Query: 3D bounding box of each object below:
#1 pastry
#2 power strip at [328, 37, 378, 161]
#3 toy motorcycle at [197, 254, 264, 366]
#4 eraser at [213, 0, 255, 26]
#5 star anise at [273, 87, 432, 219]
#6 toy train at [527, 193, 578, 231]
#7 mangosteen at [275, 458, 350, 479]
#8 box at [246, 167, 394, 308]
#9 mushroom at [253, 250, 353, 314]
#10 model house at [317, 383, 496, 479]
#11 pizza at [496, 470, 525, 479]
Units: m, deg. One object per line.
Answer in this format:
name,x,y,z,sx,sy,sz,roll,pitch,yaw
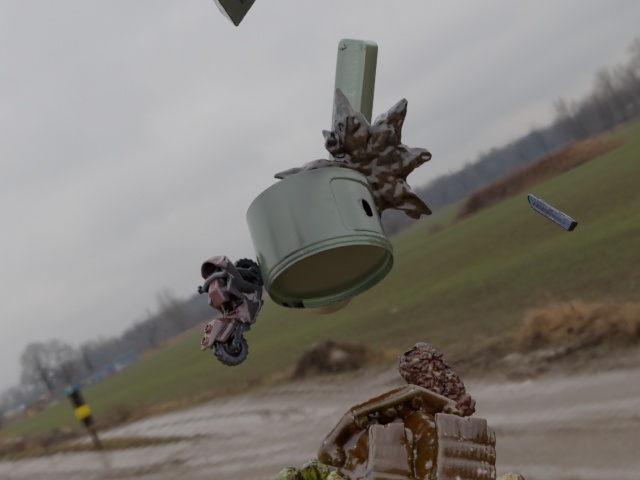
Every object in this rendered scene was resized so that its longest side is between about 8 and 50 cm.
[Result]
pastry,0.264,0.335,2.485,0.097,0.208,0.115,-35,-6,-20
power strip,0.078,-0.298,2.636,0.091,0.385,0.062,14,16,38
toy motorcycle,-0.161,0.109,1.830,0.084,0.118,0.212,-34,35,42
eraser,-0.151,-0.603,2.291,0.077,0.111,0.352,-1,48,39
star anise,0.069,-0.140,2.047,0.315,0.315,0.108,-25,12,-4
toy train,0.308,-0.038,1.444,0.017,0.083,0.017,6,-66,-45
mangosteen,-0.002,0.513,2.153,0.166,0.180,0.166,-12,40,11
box,0.000,0.000,1.830,0.226,0.149,0.226,-14,-27,-7
mushroom,-0.008,0.034,2.371,0.234,0.260,0.254,-37,-17,-32
model house,0.149,0.344,1.688,0.219,0.199,0.229,-61,28,1
pizza,0.271,0.488,1.934,0.199,0.062,0.188,-10,18,38
